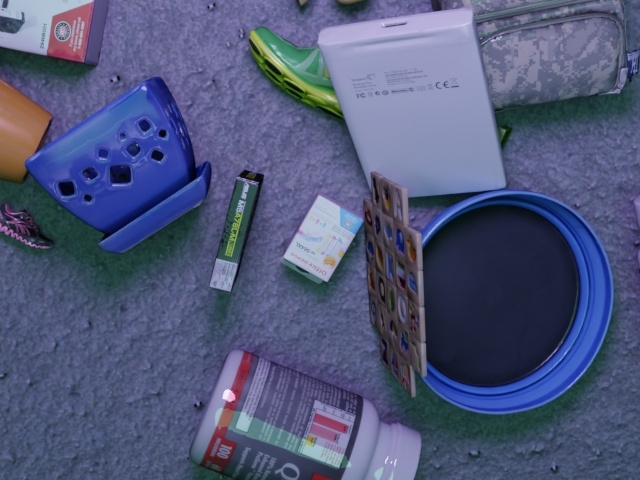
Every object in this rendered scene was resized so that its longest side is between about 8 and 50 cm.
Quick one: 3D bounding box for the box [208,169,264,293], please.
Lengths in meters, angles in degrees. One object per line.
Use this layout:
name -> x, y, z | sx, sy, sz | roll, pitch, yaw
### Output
box -> -0.140, -0.019, 1.640 | 0.045, 0.184, 0.191 | 15, 97, -1

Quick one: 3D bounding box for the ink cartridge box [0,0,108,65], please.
ink cartridge box -> -0.498, -0.414, 1.614 | 0.273, 0.114, 0.197 | 11, 98, -1

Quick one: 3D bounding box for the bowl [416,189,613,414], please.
bowl -> 0.312, 0.104, 1.684 | 0.391, 0.077, 0.391 | -2, 100, -12

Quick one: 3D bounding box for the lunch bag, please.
lunch bag -> 0.345, -0.344, 1.592 | 0.305, 0.212, 0.256 | -11, 103, -1

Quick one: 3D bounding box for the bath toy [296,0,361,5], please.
bath toy -> 0.114, -0.487, 1.601 | 0.348, 0.129, 0.151 | -16, 92, 0

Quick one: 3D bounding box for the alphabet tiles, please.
alphabet tiles -> 0.119, 0.068, 1.597 | 0.011, 0.285, 0.342 | -7, 104, -12

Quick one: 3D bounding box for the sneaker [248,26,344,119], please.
sneaker -> 0.014, -0.288, 1.656 | 0.295, 0.109, 0.123 | 27, 82, -8

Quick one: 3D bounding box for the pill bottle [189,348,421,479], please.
pill bottle -> -0.024, 0.343, 1.678 | 0.363, 0.210, 0.210 | 22, 97, -3

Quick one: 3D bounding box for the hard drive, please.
hard drive -> 0.156, -0.204, 1.552 | 0.233, 0.047, 0.353 | -4, 140, 18

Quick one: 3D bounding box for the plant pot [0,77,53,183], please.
plant pot -> -0.555, -0.188, 1.609 | 0.188, 0.205, 0.205 | 25, 97, -14

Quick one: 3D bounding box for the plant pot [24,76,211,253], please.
plant pot -> -0.311, -0.119, 1.604 | 0.236, 0.236, 0.212 | -33, 103, 3

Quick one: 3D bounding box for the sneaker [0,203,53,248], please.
sneaker -> -0.518, -0.026, 1.707 | 0.119, 0.047, 0.057 | 27, 85, -6

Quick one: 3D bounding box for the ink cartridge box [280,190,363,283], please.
ink cartridge box -> 0.000, 0.000, 1.691 | 0.092, 0.090, 0.143 | 29, 96, -4

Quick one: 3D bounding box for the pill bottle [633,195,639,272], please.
pill bottle -> 0.659, 0.086, 1.656 | 0.204, 0.204, 0.361 | -15, 97, 1

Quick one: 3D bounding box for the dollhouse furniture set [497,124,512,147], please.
dollhouse furniture set -> 0.257, -0.213, 1.700 | 0.151, 0.058, 0.076 | 27, 105, 15
